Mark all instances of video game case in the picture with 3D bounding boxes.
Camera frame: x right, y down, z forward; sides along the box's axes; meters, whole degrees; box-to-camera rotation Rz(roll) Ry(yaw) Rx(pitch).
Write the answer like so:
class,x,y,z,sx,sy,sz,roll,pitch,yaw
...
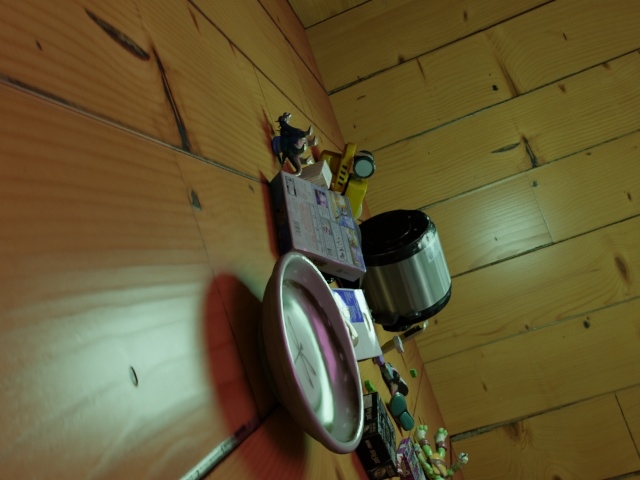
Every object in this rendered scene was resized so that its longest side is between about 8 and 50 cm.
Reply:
class,x,y,z,sx,sy,sz,roll,pitch,yaw
video game case,0.318,0.807,1.962,0.232,0.042,0.210,23,48,-75
video game case,-0.009,-0.038,1.548,0.244,0.061,0.269,19,44,-34

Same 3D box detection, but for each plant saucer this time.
class,x,y,z,sx,sy,sz,roll,pitch,yaw
plant saucer,-0.031,0.224,1.131,0.400,0.101,0.400,-21,90,-75

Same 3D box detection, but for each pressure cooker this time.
class,x,y,z,sx,sy,sz,roll,pitch,yaw
pressure cooker,0.314,0.135,2.238,0.375,0.370,0.420,-123,-170,-63

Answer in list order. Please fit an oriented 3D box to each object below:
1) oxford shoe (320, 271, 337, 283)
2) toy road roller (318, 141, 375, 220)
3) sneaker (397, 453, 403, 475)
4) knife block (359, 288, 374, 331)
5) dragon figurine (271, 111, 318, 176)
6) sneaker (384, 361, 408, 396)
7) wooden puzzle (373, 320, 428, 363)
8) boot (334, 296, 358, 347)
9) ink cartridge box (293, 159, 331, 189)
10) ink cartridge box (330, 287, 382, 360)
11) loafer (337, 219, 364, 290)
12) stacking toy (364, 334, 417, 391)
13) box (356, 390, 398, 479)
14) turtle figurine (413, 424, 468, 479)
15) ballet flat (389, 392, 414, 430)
class,x,y,z,sx,sy,sz,roll,pitch,yaw
oxford shoe,-0.015,0.072,1.616,0.096,0.083,0.227,54,6,15
toy road roller,0.094,-0.269,2.513,0.202,0.241,0.329,-76,-178,-71
sneaker,0.234,0.692,1.758,0.118,0.042,0.067,34,33,-59
knife block,0.099,0.212,1.844,0.275,0.088,0.242,57,16,-46
dragon figurine,-0.096,-0.282,1.777,0.085,0.144,0.289,59,34,-49
sneaker,0.292,0.544,2.243,0.077,0.072,0.178,-112,-178,-59
wooden puzzle,0.308,0.380,2.194,0.044,0.239,0.221,55,8,11
boot,-0.007,0.197,1.377,0.213,0.077,0.165,53,25,5
ink cartridge box,-0.032,-0.193,1.853,0.198,0.115,0.067,-76,145,-69
ink cartridge box,0.084,0.236,1.591,0.208,0.045,0.206,10,59,-58
loafer,0.087,0.055,1.913,0.366,0.134,0.130,63,18,-50
stacking toy,0.197,0.390,1.792,0.052,0.167,0.221,-98,163,-46
box,0.146,0.524,1.540,0.180,0.078,0.147,-80,148,-68
turtle figurine,0.467,0.824,2.255,0.266,0.198,0.274,-94,165,-66
ballet flat,0.288,0.625,2.119,0.068,0.072,0.213,38,-22,55
